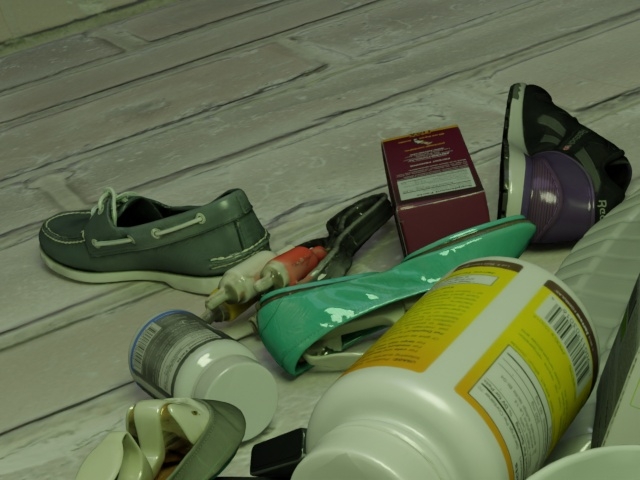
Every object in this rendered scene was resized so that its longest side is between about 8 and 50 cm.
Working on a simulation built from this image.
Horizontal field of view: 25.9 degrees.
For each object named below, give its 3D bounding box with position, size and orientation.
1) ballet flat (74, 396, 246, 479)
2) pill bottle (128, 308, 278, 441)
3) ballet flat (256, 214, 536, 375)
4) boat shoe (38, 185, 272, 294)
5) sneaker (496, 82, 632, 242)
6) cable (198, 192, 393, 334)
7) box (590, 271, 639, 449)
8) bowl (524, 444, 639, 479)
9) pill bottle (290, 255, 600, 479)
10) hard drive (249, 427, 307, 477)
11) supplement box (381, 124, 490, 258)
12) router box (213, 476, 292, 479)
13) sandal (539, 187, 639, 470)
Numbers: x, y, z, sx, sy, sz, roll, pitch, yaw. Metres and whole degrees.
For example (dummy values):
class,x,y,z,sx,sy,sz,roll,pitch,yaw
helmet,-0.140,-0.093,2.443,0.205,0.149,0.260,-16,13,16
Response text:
class,x,y,z,sx,sy,sz,roll,pitch,yaw
ballet flat,-0.105,0.136,0.857,0.072,0.068,0.213,-4,23,23
pill bottle,-0.094,0.109,1.117,0.078,0.078,0.137,-24,25,-24
ballet flat,0.071,0.056,1.157,0.247,0.087,0.083,-18,-19,1
boat shoe,-0.181,-0.017,1.437,0.319,0.099,0.116,7,30,40
sneaker,0.238,-0.069,1.361,0.124,0.107,0.283,5,29,6
cable,0.000,0.000,1.303,0.139,0.072,0.287,-28,11,42
box,0.267,0.105,0.794,0.203,0.103,0.114,17,29,6
bowl,0.147,0.236,0.528,0.298,0.134,0.298,21,38,-18
pill bottle,0.070,0.100,0.779,0.117,0.117,0.215,1,23,32
hard drive,0.034,0.144,0.892,0.135,0.022,0.094,10,-19,-20
supplement box,0.109,-0.025,1.286,0.080,0.104,0.188,-12,23,3
router box,-0.006,0.230,0.772,0.308,0.081,0.243,-4,23,22
sandal,0.239,0.066,1.020,0.169,0.102,0.416,-9,30,51
